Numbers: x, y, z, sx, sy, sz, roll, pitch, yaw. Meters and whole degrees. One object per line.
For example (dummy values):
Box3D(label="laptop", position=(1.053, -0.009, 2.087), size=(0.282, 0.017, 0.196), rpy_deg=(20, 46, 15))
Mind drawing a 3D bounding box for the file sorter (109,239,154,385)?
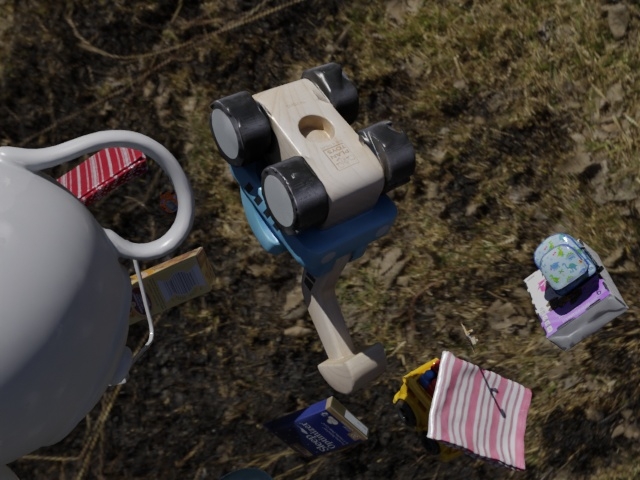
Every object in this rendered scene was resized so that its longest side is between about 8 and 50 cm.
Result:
Box3D(label="file sorter", position=(-0.425, 0.119, 1.042), size=(0.278, 0.173, 0.192), rpy_deg=(-10, 101, 6))

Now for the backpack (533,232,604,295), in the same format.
Box3D(label="backpack", position=(0.501, 0.044, 1.397), size=(0.105, 0.084, 0.114), rpy_deg=(-42, 65, 24))

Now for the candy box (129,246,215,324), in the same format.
Box3D(label="candy box", position=(-0.395, 0.120, 1.484), size=(0.317, 0.183, 0.087), rpy_deg=(-22, 98, -3))

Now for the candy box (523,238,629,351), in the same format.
Box3D(label="candy box", position=(0.553, 0.117, 1.484), size=(0.165, 0.070, 0.196), rpy_deg=(-44, 25, 25))

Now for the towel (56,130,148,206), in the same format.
Box3D(label="towel", position=(-0.415, -0.081, 1.140), size=(0.275, 0.031, 0.199), rpy_deg=(-35, 30, -5))

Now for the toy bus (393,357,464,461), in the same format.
Box3D(label="toy bus", position=(0.303, 0.403, 1.684), size=(0.220, 0.150, 0.211), rpy_deg=(50, 151, 33))

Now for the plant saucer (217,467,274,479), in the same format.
Box3D(label="plant saucer", position=(-0.165, 0.518, 1.280), size=(0.037, 0.195, 0.194), rpy_deg=(12, 90, 53))

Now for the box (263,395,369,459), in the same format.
Box3D(label="box", position=(-0.017, 0.443, 1.568), size=(0.225, 0.136, 0.036), rpy_deg=(-29, 28, 32))

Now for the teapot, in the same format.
Box3D(label="teapot", position=(-0.229, 0.064, 0.519), size=(0.256, 0.187, 0.252), rpy_deg=(-30, 45, 40))

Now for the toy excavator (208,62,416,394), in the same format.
Box3D(label="toy excavator", position=(0.000, 0.000, 1.140), size=(0.433, 0.222, 0.445), rpy_deg=(53, 152, 21))

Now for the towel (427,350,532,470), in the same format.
Box3D(label="towel", position=(0.260, 0.274, 1.083), size=(0.029, 0.197, 0.144), rpy_deg=(-28, 42, 54))

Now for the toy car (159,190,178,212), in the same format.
Box3D(label="toy car", position=(-0.278, -0.051, 1.334), size=(0.060, 0.122, 0.040), rpy_deg=(15, 62, 29))

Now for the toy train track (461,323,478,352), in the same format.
Box3D(label="toy train track", position=(0.228, 0.146, 1.015), size=(0.014, 0.083, 0.048), rpy_deg=(-24, 84, 5))
